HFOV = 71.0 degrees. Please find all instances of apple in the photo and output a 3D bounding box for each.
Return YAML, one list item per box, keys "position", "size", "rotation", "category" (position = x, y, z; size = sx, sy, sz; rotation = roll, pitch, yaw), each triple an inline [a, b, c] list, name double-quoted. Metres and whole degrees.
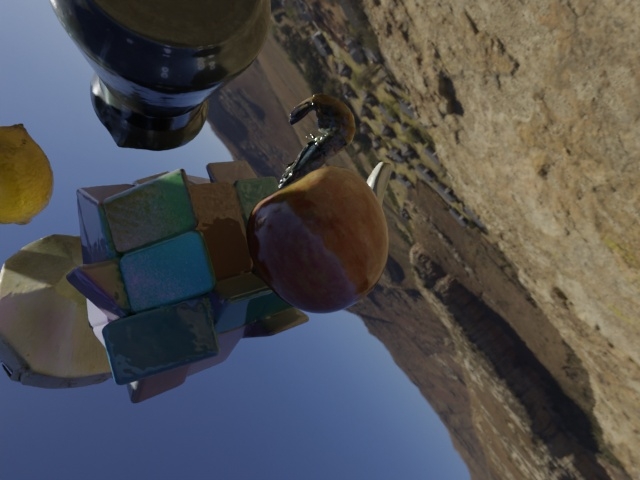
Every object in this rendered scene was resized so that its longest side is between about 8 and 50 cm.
- position: [0.000, 0.000, 0.598]
  size: [0.173, 0.188, 0.188]
  rotation: [61, 180, -12]
  category: "apple"

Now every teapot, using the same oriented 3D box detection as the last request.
- position: [-0.224, -0.299, 0.644]
  size: [0.253, 0.300, 0.344]
  rotation: [26, 161, -19]
  category: "teapot"

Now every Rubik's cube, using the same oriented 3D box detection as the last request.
- position: [-0.224, 0.045, 0.772]
  size: [0.358, 0.387, 0.368]
  rotation: [-16, -149, -42]
  category: "Rubik's cube"

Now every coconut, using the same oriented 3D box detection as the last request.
- position: [-0.543, 0.156, 0.988]
  size: [0.352, 0.353, 0.352]
  rotation: [50, -177, -3]
  category: "coconut"

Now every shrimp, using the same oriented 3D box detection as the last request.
- position: [-0.044, -0.261, 1.198]
  size: [0.169, 0.296, 0.058]
  rotation: [51, -163, 0]
  category: "shrimp"

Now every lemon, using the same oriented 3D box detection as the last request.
- position: [-0.790, -0.154, 1.114]
  size: [0.228, 0.229, 0.253]
  rotation: [-121, 21, -74]
  category: "lemon"

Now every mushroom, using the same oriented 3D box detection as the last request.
- position: [0.129, -0.093, 1.118]
  size: [0.071, 0.209, 0.084]
  rotation: [19, -171, 40]
  category: "mushroom"
